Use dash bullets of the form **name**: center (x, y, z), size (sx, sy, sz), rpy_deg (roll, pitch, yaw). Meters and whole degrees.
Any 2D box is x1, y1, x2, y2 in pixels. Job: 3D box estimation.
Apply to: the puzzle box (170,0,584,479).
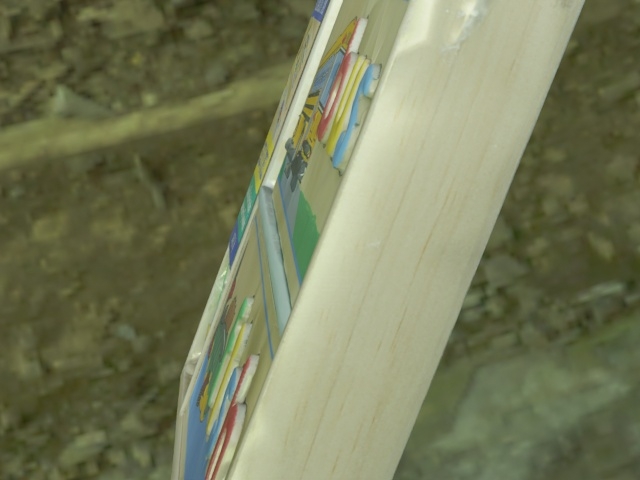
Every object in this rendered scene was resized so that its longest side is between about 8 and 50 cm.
- **puzzle box**: center (0.000, 0.000, 0.679), size (0.052, 0.272, 0.409), rpy_deg (20, -172, -7)
